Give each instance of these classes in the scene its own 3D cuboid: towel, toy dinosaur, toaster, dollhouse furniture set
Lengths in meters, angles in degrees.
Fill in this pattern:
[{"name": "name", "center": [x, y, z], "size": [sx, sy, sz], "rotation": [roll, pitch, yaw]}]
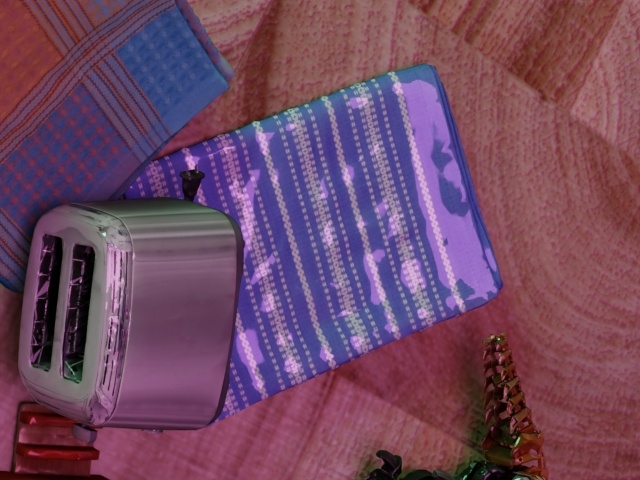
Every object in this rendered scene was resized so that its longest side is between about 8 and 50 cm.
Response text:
[{"name": "towel", "center": [-0.221, -0.132, 1.476], "size": [0.271, 0.040, 0.370], "rotation": [-47, 148, -9]}, {"name": "toy dinosaur", "center": [0.144, 0.258, 1.797], "size": [0.218, 0.164, 0.322], "rotation": [-2, 77, -42]}, {"name": "toaster", "center": [-0.154, 0.051, 1.564], "size": [0.146, 0.129, 0.227], "rotation": [-1, 103, -48]}, {"name": "dollhouse furniture set", "center": [-0.177, 0.221, 1.530], "size": [0.262, 0.259, 0.135], "rotation": [6, 94, -29]}, {"name": "towel", "center": [0.000, 0.000, 1.731], "size": [0.336, 0.040, 0.243], "rotation": [-22, 104, -25]}]
